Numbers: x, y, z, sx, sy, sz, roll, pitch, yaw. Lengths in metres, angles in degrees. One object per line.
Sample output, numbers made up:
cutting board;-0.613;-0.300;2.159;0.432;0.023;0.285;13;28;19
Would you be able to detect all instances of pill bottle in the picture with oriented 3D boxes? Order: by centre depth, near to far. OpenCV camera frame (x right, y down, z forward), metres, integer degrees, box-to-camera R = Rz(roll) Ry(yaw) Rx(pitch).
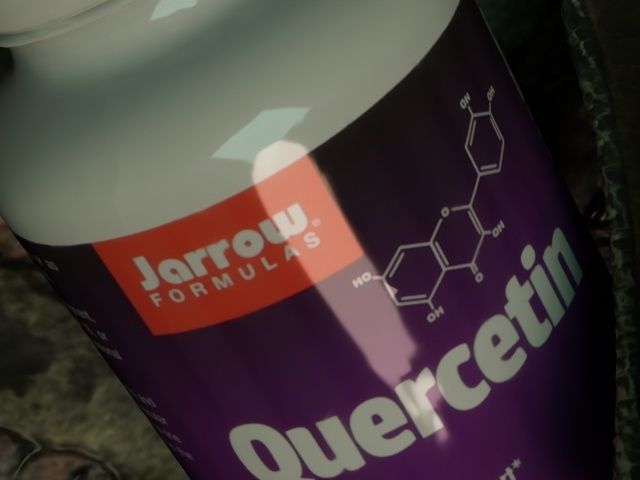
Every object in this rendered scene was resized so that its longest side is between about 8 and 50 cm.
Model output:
pill bottle;0.000;0.000;0.541;0.182;0.181;0.323;-32;117;-1

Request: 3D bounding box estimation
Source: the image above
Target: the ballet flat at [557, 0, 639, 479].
ballet flat;0.168;-0.059;0.543;0.164;0.182;0.482;0;74;12
